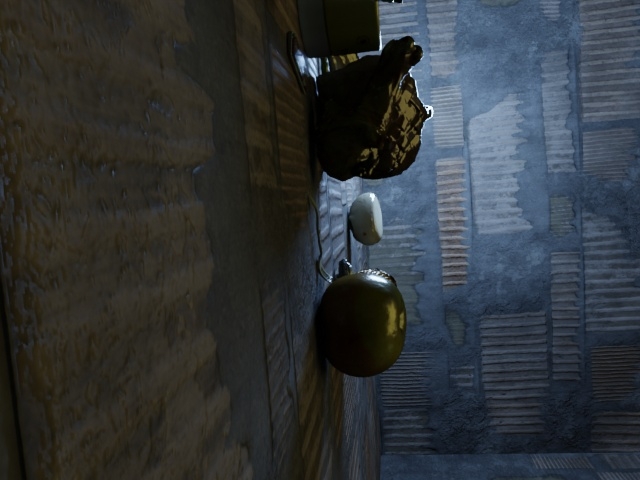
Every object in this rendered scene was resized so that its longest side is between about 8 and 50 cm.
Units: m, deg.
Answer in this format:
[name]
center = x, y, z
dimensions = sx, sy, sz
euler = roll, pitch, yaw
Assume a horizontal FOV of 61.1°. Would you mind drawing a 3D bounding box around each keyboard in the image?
[keyboard]
center = -0.044, -0.365, 1.123
dimensions = 0.166, 0.017, 0.055
euler = 56, 31, -75

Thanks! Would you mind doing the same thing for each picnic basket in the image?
[picnic basket]
center = 0.172, -0.350, 1.533
dimensions = 0.337, 0.293, 0.337
euler = -15, 108, -54

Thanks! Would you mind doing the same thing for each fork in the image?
[fork]
center = -0.006, 0.000, 1.233
dimensions = 0.034, 0.028, 0.220
euler = -66, 148, -58

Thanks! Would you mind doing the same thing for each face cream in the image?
[face cream]
center = 0.049, -0.557, 1.297
dimensions = 0.218, 0.179, 0.218
euler = -4, 90, -82

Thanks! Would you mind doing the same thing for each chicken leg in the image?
[chicken leg]
center = 0.096, -0.312, 1.302
dimensions = 0.140, 0.211, 0.361
euler = 34, 76, -61

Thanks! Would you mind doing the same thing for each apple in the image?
[apple]
center = 0.099, 0.195, 1.266
dimensions = 0.261, 0.193, 0.261
euler = -3, 90, -75

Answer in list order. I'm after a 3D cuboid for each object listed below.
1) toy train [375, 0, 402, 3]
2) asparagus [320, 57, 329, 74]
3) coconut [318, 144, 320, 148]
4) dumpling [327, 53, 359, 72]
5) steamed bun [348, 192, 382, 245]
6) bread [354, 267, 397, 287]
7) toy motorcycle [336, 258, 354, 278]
[toy train]
center = 0.032, -0.493, 0.884
dimensions = 0.115, 0.269, 0.154
euler = -2, 104, -84
[asparagus]
center = 0.012, -0.490, 1.563
dimensions = 0.034, 0.027, 0.236
euler = -130, -144, -85
[coconut]
center = 0.031, -0.255, 1.409
dimensions = 0.082, 0.083, 0.081
euler = 45, 7, 36
[dumpling]
center = 0.071, -0.547, 1.819
dimensions = 0.166, 0.086, 0.332
euler = -20, 110, -48
[steamed bun]
center = 0.181, -0.084, 2.234
dimensions = 0.177, 0.130, 0.228
euler = 58, 29, -53
[bread]
center = 0.153, 0.191, 1.730
dimensions = 0.104, 0.199, 0.199
euler = -13, 99, -63
[toy motorcycle]
center = 0.100, 0.229, 1.577
dimensions = 0.341, 0.107, 0.223
euler = -96, 170, -48
